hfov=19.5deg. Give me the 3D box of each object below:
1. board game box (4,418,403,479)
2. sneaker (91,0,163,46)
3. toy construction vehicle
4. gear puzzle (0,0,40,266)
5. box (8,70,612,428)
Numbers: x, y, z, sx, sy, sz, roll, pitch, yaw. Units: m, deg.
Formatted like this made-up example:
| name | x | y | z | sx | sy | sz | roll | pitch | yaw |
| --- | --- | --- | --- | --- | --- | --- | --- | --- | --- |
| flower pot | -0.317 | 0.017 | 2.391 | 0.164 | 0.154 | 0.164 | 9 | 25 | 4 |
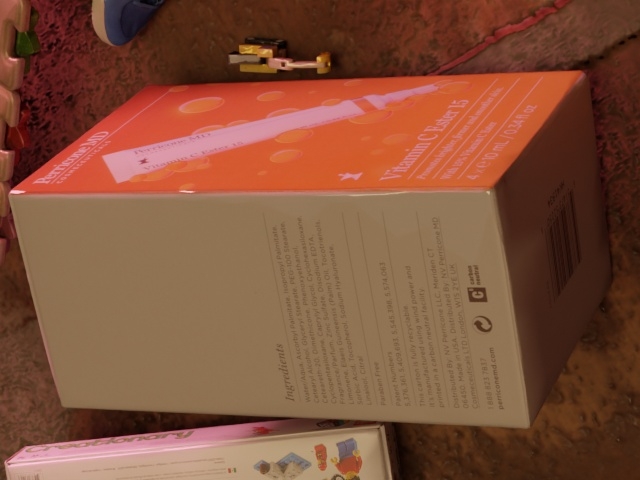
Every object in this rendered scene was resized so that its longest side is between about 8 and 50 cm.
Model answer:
| name | x | y | z | sx | sy | sz | roll | pitch | yaw |
| --- | --- | --- | --- | --- | --- | --- | --- | --- | --- |
| board game box | -0.081 | 0.243 | 1.444 | 0.305 | 0.053 | 0.193 | -7 | 99 | 13 |
| sneaker | -0.110 | -0.200 | 1.379 | 0.084 | 0.058 | 0.152 | 34 | 109 | 23 |
| toy construction vehicle | -0.037 | -0.105 | 1.383 | 0.098 | 0.035 | 0.086 | 9 | 107 | 23 |
| gear puzzle | -0.271 | -0.159 | 1.436 | 0.175 | 0.044 | 0.339 | 33 | 127 | 32 |
| box | 0.000 | 0.000 | 1.274 | 0.345 | 0.215 | 0.168 | 0 | 115 | 24 |
